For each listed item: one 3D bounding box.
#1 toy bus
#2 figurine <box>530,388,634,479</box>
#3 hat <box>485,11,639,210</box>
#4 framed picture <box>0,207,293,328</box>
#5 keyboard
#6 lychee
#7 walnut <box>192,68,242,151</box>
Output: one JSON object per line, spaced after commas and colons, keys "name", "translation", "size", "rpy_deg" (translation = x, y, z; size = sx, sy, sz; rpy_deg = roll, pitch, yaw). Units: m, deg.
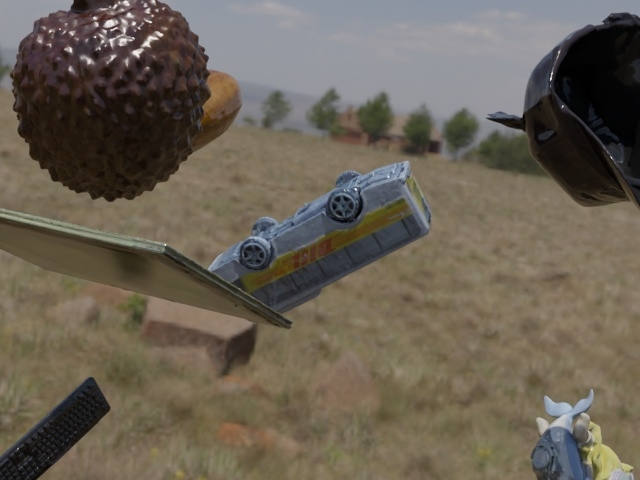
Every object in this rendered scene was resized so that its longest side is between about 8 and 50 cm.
{"name": "toy bus", "translation": [0.000, 0.000, 0.886], "size": [0.190, 0.075, 0.064], "rpy_deg": [-29, 13, 17]}
{"name": "figurine", "translation": [0.389, 0.333, 1.585], "size": [0.183, 0.209, 0.128], "rpy_deg": [10, -18, -37]}
{"name": "hat", "translation": [0.343, -0.098, 1.282], "size": [0.238, 0.209, 0.336], "rpy_deg": [9, 50, -23]}
{"name": "framed picture", "translation": [-0.151, 0.013, 0.709], "size": [0.231, 0.010, 0.173], "rpy_deg": [11, -14, 27]}
{"name": "keyboard", "translation": [-0.287, 0.212, 1.121], "size": [0.010, 0.053, 0.155], "rpy_deg": [11, 44, 42]}
{"name": "lychee", "translation": [-0.211, -0.158, 1.059], "size": [0.200, 0.238, 0.200], "rpy_deg": [-4, 20, 1]}
{"name": "walnut", "translation": [-0.186, -0.193, 1.557], "size": [0.115, 0.116, 0.207], "rpy_deg": [13, 41, 34]}
